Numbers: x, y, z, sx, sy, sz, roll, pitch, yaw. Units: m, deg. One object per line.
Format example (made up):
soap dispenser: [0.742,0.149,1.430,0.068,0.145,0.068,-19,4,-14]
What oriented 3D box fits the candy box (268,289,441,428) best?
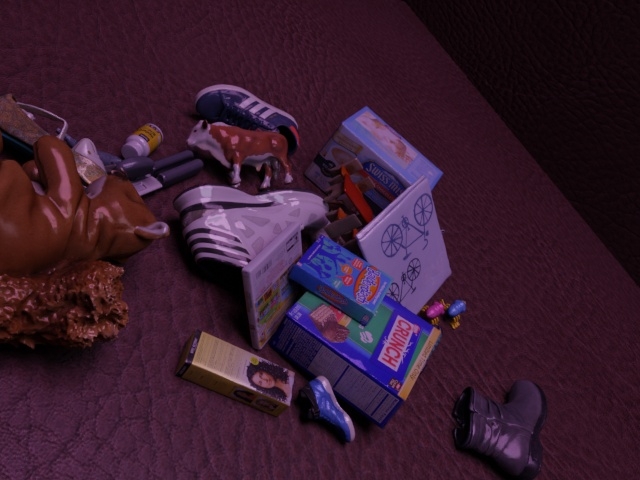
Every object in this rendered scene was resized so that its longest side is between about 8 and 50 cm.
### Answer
candy box: [0.088,0.229,1.335,0.317,0.122,0.268,35,37,8]

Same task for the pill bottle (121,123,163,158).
pill bottle: [-0.450,-0.243,1.440,0.065,0.065,0.116,34,37,-8]

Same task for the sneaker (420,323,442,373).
sneaker: [0.250,0.271,1.515,0.098,0.083,0.224,38,36,6]

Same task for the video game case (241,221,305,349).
video game case: [-0.099,0.097,1.291,0.026,0.206,0.227,10,32,23]

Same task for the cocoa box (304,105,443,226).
cocoa box: [0.174,-0.216,1.833,0.347,0.228,0.231,41,36,1]

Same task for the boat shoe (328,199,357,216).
boat shoe: [0.027,-0.088,1.701,0.207,0.073,0.073,0,91,-34]

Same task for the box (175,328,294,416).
box: [-0.168,0.269,1.158,0.232,0.058,0.087,27,38,-17]

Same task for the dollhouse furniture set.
dollhouse furniture set: [0.129,-0.068,1.560,0.259,0.135,0.262,52,27,-33]

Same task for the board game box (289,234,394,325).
board game box: [0.053,0.088,1.342,0.210,0.047,0.160,32,35,5]

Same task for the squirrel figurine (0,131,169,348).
squirrel figurine: [-0.470,0.018,1.035,0.370,0.281,0.397,10,59,-50]

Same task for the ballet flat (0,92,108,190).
ballet flat: [-0.559,-0.196,1.233,0.348,0.123,0.123,34,36,-3]

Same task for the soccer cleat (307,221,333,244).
soccer cleat: [0.000,0.000,1.593,0.076,0.068,0.196,20,34,-16]

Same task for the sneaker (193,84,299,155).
sneaker: [-0.206,-0.349,1.716,0.350,0.131,0.148,12,43,-33]

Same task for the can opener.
can opener: [-0.389,-0.171,1.406,0.074,0.093,0.280,44,31,7]

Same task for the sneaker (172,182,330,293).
sneaker: [-0.136,0.012,1.415,0.447,0.169,0.257,0,66,-41]

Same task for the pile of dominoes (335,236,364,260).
pile of dominoes: [0.090,0.073,1.580,0.196,0.040,0.251,57,26,-15]

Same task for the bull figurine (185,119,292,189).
bull figurine: [-0.212,-0.238,1.578,0.310,0.101,0.188,-6,83,-37]

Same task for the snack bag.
snack bag: [0.237,0.046,1.541,0.323,0.037,0.342,-43,124,-34]

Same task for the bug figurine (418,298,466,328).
bug figurine: [0.321,0.150,1.711,0.279,0.072,0.216,49,37,11]

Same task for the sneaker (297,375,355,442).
sneaker: [0.006,0.371,1.210,0.084,0.058,0.152,-23,82,-36]

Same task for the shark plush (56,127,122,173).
shark plush: [-0.532,-0.209,1.327,0.161,0.067,0.073,43,36,4]

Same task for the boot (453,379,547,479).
boot: [0.470,0.444,1.507,0.223,0.118,0.338,33,32,-1]
